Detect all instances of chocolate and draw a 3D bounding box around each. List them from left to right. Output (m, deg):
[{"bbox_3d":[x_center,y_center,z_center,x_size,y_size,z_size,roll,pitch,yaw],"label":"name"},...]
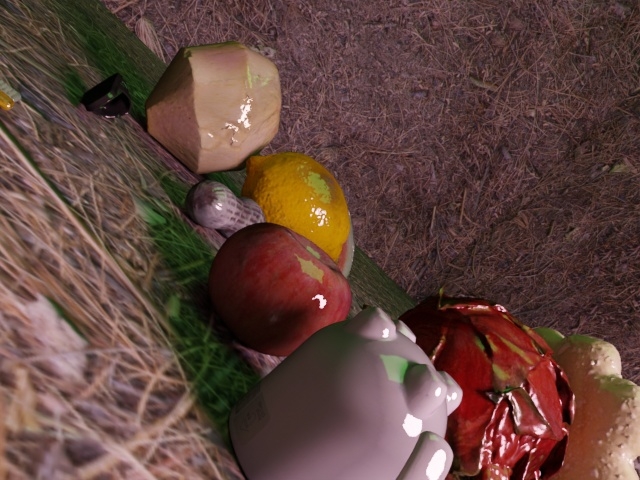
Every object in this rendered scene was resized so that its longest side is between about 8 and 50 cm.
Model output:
[{"bbox_3d":[-0.137,-0.040,0.774,0.072,0.072,0.167,49,9,27],"label":"chocolate"}]

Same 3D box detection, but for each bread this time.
[{"bbox_3d":[0.303,0.263,0.715,0.054,0.316,0.316,26,12,-16],"label":"bread"}]

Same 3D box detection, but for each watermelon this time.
[{"bbox_3d":[0.022,0.003,1.216,0.136,0.207,0.202,20,20,7],"label":"watermelon"}]

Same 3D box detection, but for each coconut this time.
[{"bbox_3d":[-0.200,-0.243,0.962,0.259,0.259,0.259,45,6,-6],"label":"coconut"}]

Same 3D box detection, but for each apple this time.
[{"bbox_3d":[-0.046,0.053,0.551,0.153,0.120,0.153,39,8,-6],"label":"apple"}]

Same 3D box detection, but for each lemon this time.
[{"bbox_3d":[-0.044,-0.057,0.958,0.256,0.188,0.188,50,6,-6],"label":"lemon"}]

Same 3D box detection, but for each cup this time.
[{"bbox_3d":[0.021,0.130,0.383,0.134,0.142,0.173,48,7,16],"label":"cup"}]

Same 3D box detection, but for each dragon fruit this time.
[{"bbox_3d":[0.186,0.193,0.644,0.244,0.244,0.299,43,23,-23],"label":"dragon fruit"}]

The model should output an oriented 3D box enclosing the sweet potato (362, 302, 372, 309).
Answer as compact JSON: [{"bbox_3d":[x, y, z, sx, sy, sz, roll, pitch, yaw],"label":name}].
[{"bbox_3d":[0.133,0.192,1.300,0.026,0.026,0.115,41,10,-41],"label":"sweet potato"}]

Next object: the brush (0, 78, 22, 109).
[{"bbox_3d":[-0.314,-0.130,0.444,0.082,0.010,0.218,43,8,-31],"label":"brush"}]

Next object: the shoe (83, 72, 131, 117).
[{"bbox_3d":[-0.305,-0.200,0.755,0.053,0.062,0.159,57,-1,-29],"label":"shoe"}]
